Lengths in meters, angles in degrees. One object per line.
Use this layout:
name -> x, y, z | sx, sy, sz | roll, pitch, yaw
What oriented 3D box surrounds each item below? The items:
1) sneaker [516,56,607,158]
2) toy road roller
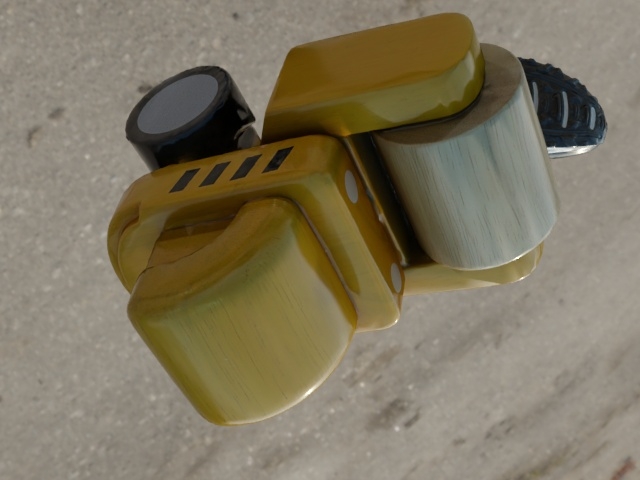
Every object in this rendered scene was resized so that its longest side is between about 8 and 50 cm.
sneaker -> 0.154, -0.120, 1.019 | 0.108, 0.272, 0.100 | 70, 25, -62
toy road roller -> 0.000, 0.000, 0.727 | 0.330, 0.240, 0.202 | -10, 132, 22
